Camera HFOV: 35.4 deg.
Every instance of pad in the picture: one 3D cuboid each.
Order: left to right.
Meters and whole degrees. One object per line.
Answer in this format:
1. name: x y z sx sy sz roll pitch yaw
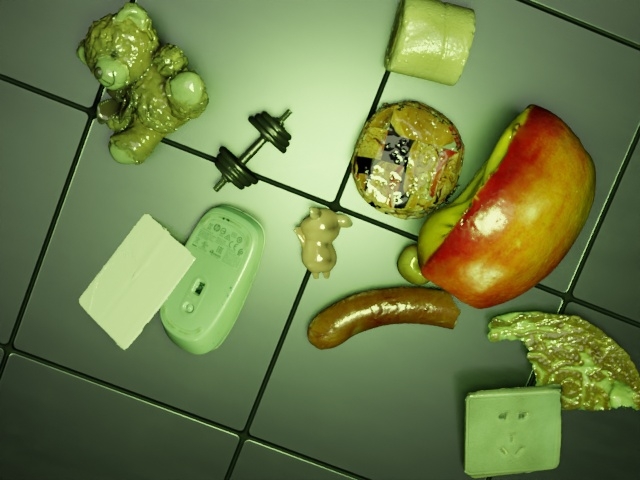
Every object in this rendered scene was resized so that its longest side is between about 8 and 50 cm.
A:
1. pad: -0.357 0.078 1.938 0.156 0.004 0.232 41 96 23

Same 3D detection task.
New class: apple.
1. apple: 0.190 0.048 1.947 0.084 0.071 0.084 0 99 -1

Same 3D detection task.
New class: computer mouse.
1. computer mouse: -0.202 0.079 1.928 0.159 0.097 0.288 26 89 28

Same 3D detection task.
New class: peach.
1. peach: 0.350 -0.041 1.830 0.242 0.306 0.380 42 91 0

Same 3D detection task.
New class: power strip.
1. power strip: 0.381 0.369 2.000 0.198 0.064 0.213 -4 119 -2

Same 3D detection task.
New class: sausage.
1. sausage: 0.120 0.144 1.958 0.302 0.076 0.103 -9 98 0

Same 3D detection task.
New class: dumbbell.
1. dumbbell: -0.128 -0.170 1.896 0.099 0.099 0.208 43 95 -7

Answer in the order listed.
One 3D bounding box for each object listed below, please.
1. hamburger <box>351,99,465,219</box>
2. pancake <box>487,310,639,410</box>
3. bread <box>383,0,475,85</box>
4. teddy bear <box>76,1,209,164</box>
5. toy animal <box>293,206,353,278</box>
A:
1. hamburger: 0.168 -0.150 1.905 0.230 0.107 0.231 0 91 1
2. pancake: 0.496 0.252 1.997 0.376 0.054 0.197 35 100 -4
3. bread: 0.201 -0.372 1.855 0.141 0.134 0.148 13 87 -3
4. teddy bear: -0.334 -0.304 1.845 0.267 0.156 0.256 -32 104 33
5. toy animal: 0.004 0.002 1.933 0.089 0.083 0.150 18 113 39
